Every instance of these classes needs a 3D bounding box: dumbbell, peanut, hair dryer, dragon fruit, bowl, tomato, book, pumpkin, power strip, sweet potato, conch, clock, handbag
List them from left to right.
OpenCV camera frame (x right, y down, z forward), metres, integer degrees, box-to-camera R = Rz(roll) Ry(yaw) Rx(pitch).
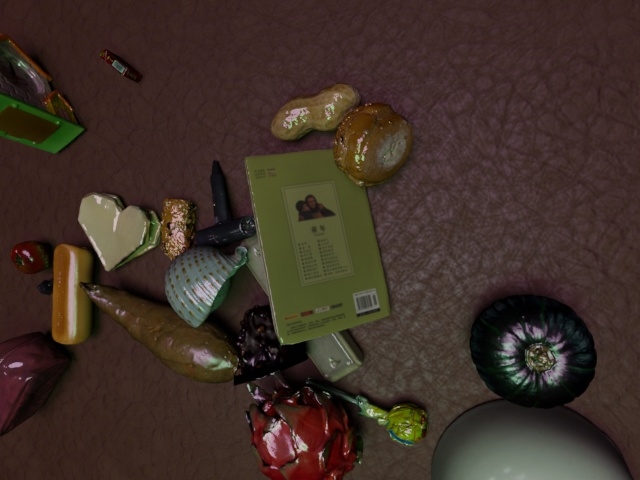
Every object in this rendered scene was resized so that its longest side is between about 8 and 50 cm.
[{"bbox_3d":[-0.705,-0.357,0.910,0.106,0.220,0.255,-32,77,12],"label":"clock"},{"bbox_3d":[-0.733,0.340,0.976,0.135,0.146,0.225,37,102,7],"label":"handbag"},{"bbox_3d":[-0.711,0.040,0.996,0.087,0.075,0.087,5,109,16],"label":"tomato"},{"bbox_3d":[-0.665,0.100,1.005,0.083,0.040,0.036,-40,52,12],"label":"dumbbell"},{"bbox_3d":[-0.339,0.197,0.884,0.423,0.130,0.130,25,98,13],"label":"sweet potato"},{"bbox_3d":[-0.247,0.074,0.824,0.131,0.172,0.200,31,111,0],"label":"conch"},{"bbox_3d":[-0.203,-0.088,0.854,0.173,0.050,0.194,-9,78,40],"label":"hair dryer"},{"bbox_3d":[-0.052,0.113,0.841,0.092,0.066,0.387,-36,86,19],"label":"power strip"},{"bbox_3d":[-0.045,0.373,0.784,0.274,0.192,0.193,27,77,11],"label":"dragon fruit"},{"bbox_3d":[-0.012,-0.251,0.804,0.193,0.089,0.089,-14,89,19],"label":"peanut"},{"bbox_3d":[0.000,0.000,0.773,0.239,0.035,0.352,-10,85,-20],"label":"book"},{"bbox_3d":[0.365,0.191,0.699,0.202,0.140,0.201,0,93,11],"label":"pumpkin"},{"bbox_3d":[0.374,0.474,0.684,0.354,0.185,0.353,1,92,14],"label":"bowl"}]

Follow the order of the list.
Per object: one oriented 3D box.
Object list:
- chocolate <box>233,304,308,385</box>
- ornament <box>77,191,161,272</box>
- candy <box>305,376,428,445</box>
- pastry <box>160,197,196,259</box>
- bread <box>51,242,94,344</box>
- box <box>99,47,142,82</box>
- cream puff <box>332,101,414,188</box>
[{"bbox_3d":[-0.113,0.192,0.786,0.156,0.156,0.133,-24,77,14],"label":"chocolate"},{"bbox_3d":[-0.483,-0.011,0.948,0.201,0.059,0.180,19,98,15],"label":"ornament"},{"bbox_3d":[0.088,0.337,0.818,0.262,0.073,0.077,17,120,19],"label":"candy"},{"bbox_3d":[-0.321,-0.024,0.906,0.080,0.056,0.140,6,87,6],"label":"pastry"},{"bbox_3d":[-0.591,0.126,0.968,0.093,0.074,0.239,4,92,25],"label":"bread"},{"bbox_3d":[-0.459,-0.402,0.924,0.082,0.051,0.023,40,100,9],"label":"box"},{"bbox_3d":[0.091,-0.181,0.751,0.115,0.165,0.150,35,128,41],"label":"cream puff"}]
